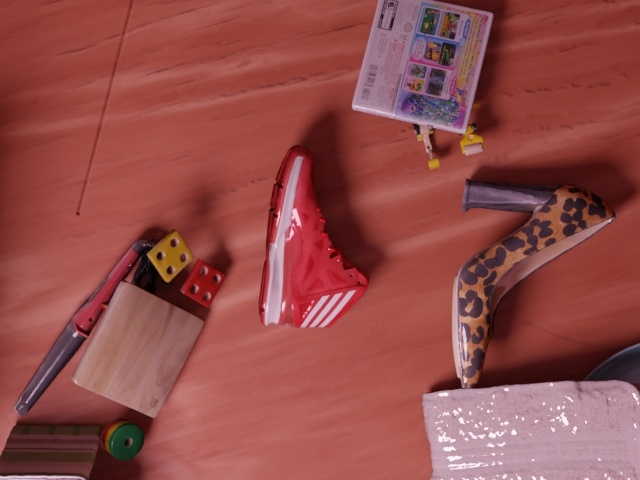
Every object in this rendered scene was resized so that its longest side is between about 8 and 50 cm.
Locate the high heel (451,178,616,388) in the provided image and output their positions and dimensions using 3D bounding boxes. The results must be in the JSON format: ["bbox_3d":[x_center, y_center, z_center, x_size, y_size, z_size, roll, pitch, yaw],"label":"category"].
[{"bbox_3d":[0.254,0.055,1.852,0.186,0.093,0.261,5,79,6],"label":"high heel"}]

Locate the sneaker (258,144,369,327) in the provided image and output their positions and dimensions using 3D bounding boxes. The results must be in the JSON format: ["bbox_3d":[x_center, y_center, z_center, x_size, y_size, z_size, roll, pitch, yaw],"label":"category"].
[{"bbox_3d":[0.000,0.000,1.874,0.128,0.087,0.221,8,100,-8],"label":"sneaker"}]

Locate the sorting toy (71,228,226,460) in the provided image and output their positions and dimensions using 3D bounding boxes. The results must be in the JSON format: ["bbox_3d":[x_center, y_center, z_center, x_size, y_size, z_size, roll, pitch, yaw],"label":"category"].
[{"bbox_3d":[-0.221,0.118,1.847,0.132,0.046,0.274,31,84,-41],"label":"sorting toy"}]

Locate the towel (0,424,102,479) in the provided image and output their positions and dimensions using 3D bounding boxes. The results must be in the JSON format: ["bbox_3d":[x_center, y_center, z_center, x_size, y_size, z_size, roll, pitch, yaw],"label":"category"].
[{"bbox_3d":[-0.320,0.257,1.821,0.113,0.152,0.023,2,107,-1],"label":"towel"}]

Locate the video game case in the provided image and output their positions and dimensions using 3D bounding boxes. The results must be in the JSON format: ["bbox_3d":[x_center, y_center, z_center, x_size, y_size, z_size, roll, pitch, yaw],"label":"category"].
[{"bbox_3d":[0.125,-0.218,1.884,0.143,0.019,0.157,13,77,6],"label":"video game case"}]

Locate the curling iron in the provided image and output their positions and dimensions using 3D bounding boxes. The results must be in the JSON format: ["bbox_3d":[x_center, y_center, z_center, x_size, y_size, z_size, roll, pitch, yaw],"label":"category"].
[{"bbox_3d":[-0.278,0.107,1.881,0.068,0.035,0.274,43,88,1],"label":"curling iron"}]

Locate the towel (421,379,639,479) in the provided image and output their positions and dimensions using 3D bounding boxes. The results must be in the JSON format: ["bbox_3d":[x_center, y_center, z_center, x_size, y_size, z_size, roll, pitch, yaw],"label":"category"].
[{"bbox_3d":[0.263,0.262,1.832,0.282,0.049,0.187,-6,84,17],"label":"towel"}]

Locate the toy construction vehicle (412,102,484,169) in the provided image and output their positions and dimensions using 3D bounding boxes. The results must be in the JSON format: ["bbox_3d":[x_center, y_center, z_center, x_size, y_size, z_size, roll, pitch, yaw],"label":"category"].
[{"bbox_3d":[0.156,-0.143,1.895,0.086,0.035,0.098,-18,80,-2],"label":"toy construction vehicle"}]

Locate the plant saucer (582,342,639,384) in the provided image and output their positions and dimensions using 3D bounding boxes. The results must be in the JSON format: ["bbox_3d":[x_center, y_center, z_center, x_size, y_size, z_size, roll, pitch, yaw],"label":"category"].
[{"bbox_3d":[0.433,0.275,1.873,0.317,0.044,0.318,0,87,0],"label":"plant saucer"}]
